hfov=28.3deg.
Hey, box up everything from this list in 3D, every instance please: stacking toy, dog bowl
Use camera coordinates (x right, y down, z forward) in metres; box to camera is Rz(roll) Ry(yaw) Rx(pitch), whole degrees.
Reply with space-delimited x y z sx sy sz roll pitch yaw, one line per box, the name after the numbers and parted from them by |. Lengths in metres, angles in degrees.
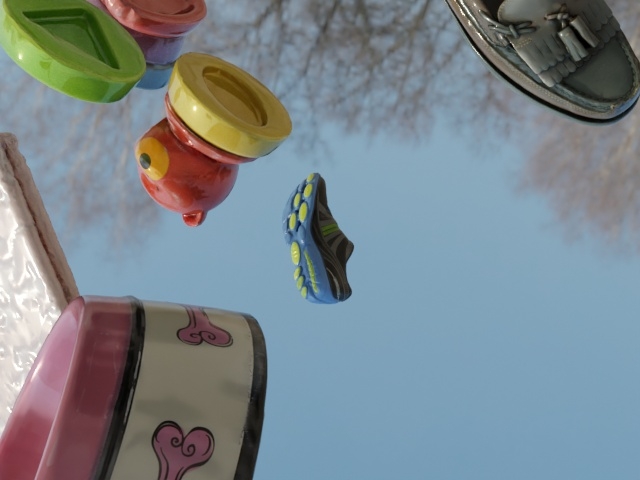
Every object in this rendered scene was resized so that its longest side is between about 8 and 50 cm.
-0.207 -0.159 1.164 0.279 0.130 0.309 10 -144 -42 | stacking toy
-0.197 0.227 1.070 0.150 0.408 0.408 23 -156 -16 | dog bowl

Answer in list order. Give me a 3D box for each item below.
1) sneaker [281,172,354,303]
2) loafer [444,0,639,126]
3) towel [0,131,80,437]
0.000 0.000 1.651 0.078 0.067 0.188 13 -126 -38 | sneaker
0.144 -0.197 0.977 0.267 0.096 0.084 46 171 9 | loafer
-0.391 0.074 1.430 0.053 0.331 0.317 -25 -88 -53 | towel
